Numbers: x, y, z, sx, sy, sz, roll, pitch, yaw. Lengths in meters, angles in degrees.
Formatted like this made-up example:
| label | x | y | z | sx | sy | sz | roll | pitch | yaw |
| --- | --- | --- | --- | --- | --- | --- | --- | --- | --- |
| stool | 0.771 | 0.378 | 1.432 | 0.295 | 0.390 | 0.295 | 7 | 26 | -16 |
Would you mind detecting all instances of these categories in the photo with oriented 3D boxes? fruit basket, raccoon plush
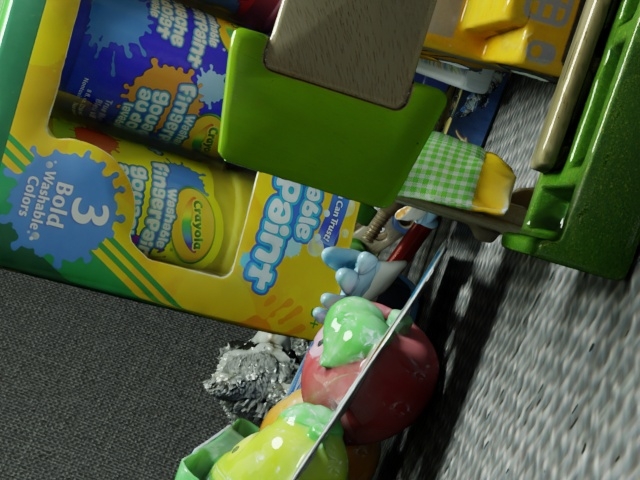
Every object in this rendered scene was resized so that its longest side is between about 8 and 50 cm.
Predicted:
| label | x | y | z | sx | sy | sz | roll | pitch | yaw |
| --- | --- | --- | --- | --- | --- | --- | --- | --- | --- |
| fruit basket | -0.001 | 0.146 | 0.805 | 0.353 | 0.165 | 0.327 | -63 | -7 | 2 |
| raccoon plush | -0.071 | 0.348 | 1.669 | 0.299 | 0.216 | 0.447 | -59 | -41 | -78 |

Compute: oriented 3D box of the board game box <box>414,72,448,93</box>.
| label | x | y | z | sx | sy | sz | roll | pitch | yaw |
| --- | --- | --- | --- | --- | --- | --- | --- | --- | --- |
| board game box | 0.138 | -0.242 | 1.259 | 0.291 | 0.141 | 0.232 | -73 | 2 | -73 |

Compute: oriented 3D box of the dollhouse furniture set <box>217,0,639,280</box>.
| label | x | y | z | sx | sy | sz | roll | pitch | yaw |
| --- | --- | --- | --- | --- | --- | --- | --- | --- | --- |
| dollhouse furniture set | 0.061 | -0.088 | 0.545 | 0.301 | 0.197 | 0.151 | -90 | 17 | -87 |

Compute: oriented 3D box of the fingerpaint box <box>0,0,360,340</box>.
| label | x | y | z | sx | sy | sz | roll | pitch | yaw |
| --- | --- | --- | --- | --- | --- | --- | --- | --- | --- |
| fingerpaint box | -0.131 | -0.158 | 0.940 | 0.163 | 0.371 | 0.445 | 0 | 75 | 63 |

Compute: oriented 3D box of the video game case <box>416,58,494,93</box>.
| label | x | y | z | sx | sy | sz | roll | pitch | yaw |
| --- | --- | --- | --- | --- | --- | --- | --- | --- | --- |
| video game case | 0.120 | -0.328 | 1.000 | 0.329 | 0.036 | 0.300 | 39 | 115 | 59 |

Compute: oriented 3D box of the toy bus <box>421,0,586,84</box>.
| label | x | y | z | sx | sy | sz | roll | pitch | yaw |
| --- | --- | --- | --- | --- | --- | --- | --- | --- | --- |
| toy bus | 0.104 | -0.200 | 0.769 | 0.333 | 0.130 | 0.108 | -127 | 52 | -74 |

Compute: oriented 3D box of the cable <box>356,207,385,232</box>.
| label | x | y | z | sx | sy | sz | roll | pitch | yaw |
| --- | --- | --- | --- | --- | --- | --- | --- | --- | --- |
| cable | 0.126 | -0.132 | 1.792 | 0.257 | 0.089 | 0.257 | -74 | 2 | -85 |

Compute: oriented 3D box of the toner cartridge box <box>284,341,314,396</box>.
| label | x | y | z | sx | sy | sz | roll | pitch | yaw |
| --- | --- | --- | --- | --- | --- | --- | --- | --- | --- |
| toner cartridge box | -0.004 | 0.220 | 1.398 | 0.165 | 0.075 | 0.348 | -72 | 7 | -82 |

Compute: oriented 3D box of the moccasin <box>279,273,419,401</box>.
| label | x | y | z | sx | sy | sz | roll | pitch | yaw |
| --- | --- | --- | --- | --- | --- | --- | --- | --- | --- |
| moccasin | 0.007 | 0.193 | 1.054 | 0.138 | 0.116 | 0.342 | 109 | 179 | -75 |

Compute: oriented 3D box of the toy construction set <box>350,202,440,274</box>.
| label | x | y | z | sx | sy | sz | roll | pitch | yaw |
| --- | --- | --- | --- | --- | --- | --- | --- | --- | --- |
| toy construction set | 0.000 | 0.000 | 1.258 | 0.237 | 0.257 | 0.309 | -56 | 32 | 6 |

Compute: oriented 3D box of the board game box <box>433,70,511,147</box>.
| label | x | y | z | sx | sy | sz | roll | pitch | yaw |
| --- | --- | --- | --- | --- | --- | --- | --- | --- | --- |
| board game box | 0.168 | -0.172 | 1.029 | 0.165 | 0.042 | 0.243 | -74 | 3 | -68 |

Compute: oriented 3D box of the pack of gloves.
| label | x | y | z | sx | sy | sz | roll | pitch | yaw |
| --- | --- | --- | --- | --- | --- | --- | --- | --- | --- |
| pack of gloves | 0.062 | -0.010 | 0.894 | 0.195 | 0.046 | 0.232 | -51 | -11 | 5 |

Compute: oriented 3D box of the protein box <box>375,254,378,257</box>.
| label | x | y | z | sx | sy | sz | roll | pitch | yaw |
| --- | --- | --- | --- | --- | --- | --- | --- | --- | --- |
| protein box | 0.038 | -0.048 | 2.011 | 0.200 | 0.201 | 0.136 | 109 | 179 | -58 |
